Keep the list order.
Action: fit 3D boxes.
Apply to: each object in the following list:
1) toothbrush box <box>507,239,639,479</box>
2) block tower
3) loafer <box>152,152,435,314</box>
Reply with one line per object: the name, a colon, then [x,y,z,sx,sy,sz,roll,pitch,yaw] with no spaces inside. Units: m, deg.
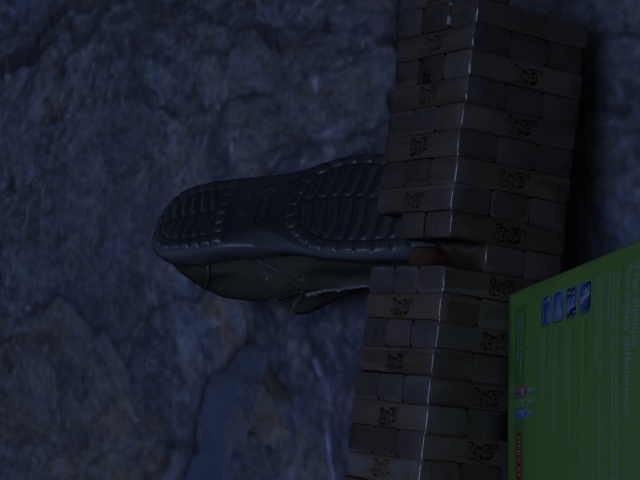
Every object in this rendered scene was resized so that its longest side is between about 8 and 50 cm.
toothbrush box: [0.194,0.113,0.854,0.283,0.122,0.206,135,137,-76]
block tower: [0.093,0.006,1.035,0.091,0.097,0.336,-3,79,60]
loafer: [0.000,0.000,1.174,0.251,0.087,0.094,0,52,33]
